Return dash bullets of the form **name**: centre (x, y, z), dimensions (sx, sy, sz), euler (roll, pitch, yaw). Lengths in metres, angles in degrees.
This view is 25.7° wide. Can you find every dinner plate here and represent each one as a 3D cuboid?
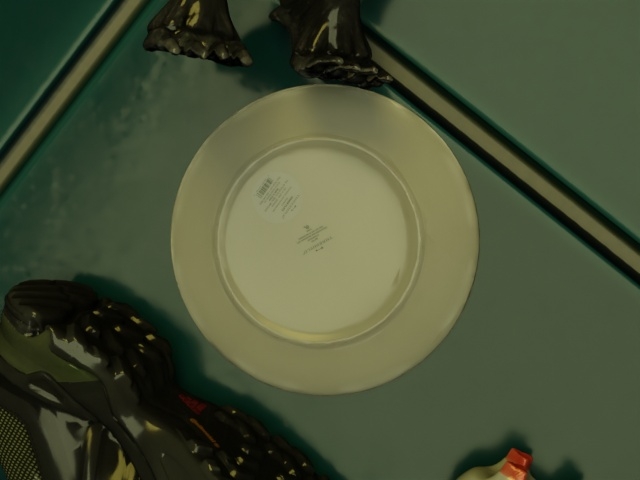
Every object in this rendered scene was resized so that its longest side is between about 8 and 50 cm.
- **dinner plate**: centre (0.000, 0.000, 0.627), dimensions (0.141, 0.017, 0.141), euler (0, 90, 9)

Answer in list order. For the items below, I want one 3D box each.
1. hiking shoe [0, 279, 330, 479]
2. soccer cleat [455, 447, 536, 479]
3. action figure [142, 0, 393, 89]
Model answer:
- **hiking shoe**: centre (-0.073, 0.124, 0.618), dimensions (0.227, 0.086, 0.114), euler (44, 111, 11)
- **soccer cleat**: centre (0.135, 0.162, 0.587), dimensions (0.196, 0.068, 0.076), euler (29, 99, 15)
- **action figure**: centre (0.013, -0.200, 0.549), dimensions (0.164, 0.141, 0.275), euler (5, 99, -35)
